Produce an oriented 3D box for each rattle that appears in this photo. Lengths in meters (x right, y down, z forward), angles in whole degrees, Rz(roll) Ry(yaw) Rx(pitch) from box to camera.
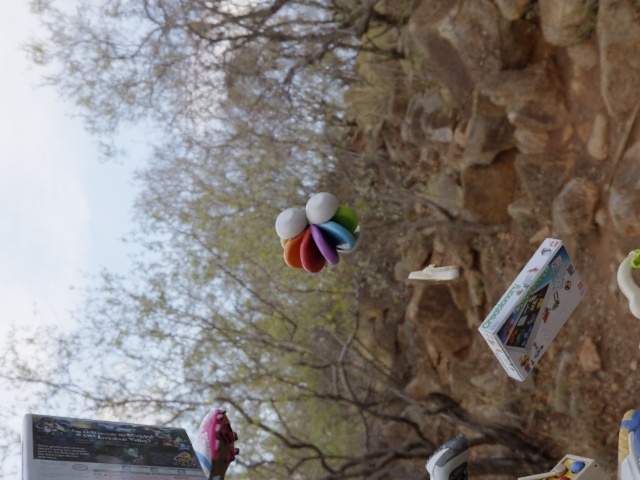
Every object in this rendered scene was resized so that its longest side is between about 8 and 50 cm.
[{"bbox_3d":[0.611,0.080,1.163,0.142,0.130,0.199,108,-174,-58],"label":"rattle"}]

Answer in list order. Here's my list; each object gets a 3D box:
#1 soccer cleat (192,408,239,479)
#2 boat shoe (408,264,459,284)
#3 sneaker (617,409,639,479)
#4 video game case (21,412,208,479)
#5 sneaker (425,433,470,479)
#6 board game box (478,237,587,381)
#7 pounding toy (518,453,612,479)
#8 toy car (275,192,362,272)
[{"bbox_3d":[-0.252,0.469,1.330,0.331,0.143,0.116,-100,-11,-68],"label":"soccer cleat"},{"bbox_3d":[0.362,0.105,2.063,0.063,0.170,0.059,33,-119,-52],"label":"boat shoe"},{"bbox_3d":[0.498,0.368,0.937,0.296,0.131,0.112,-57,-41,-53],"label":"sneaker"},{"bbox_3d":[-0.218,0.243,0.697,0.173,0.190,0.022,32,106,62],"label":"video game case"},{"bbox_3d":[0.280,0.512,1.366,0.100,0.108,0.271,-21,-49,-30],"label":"sneaker"},{"bbox_3d":[0.527,0.168,1.595,0.305,0.053,0.193,-48,-58,-18],"label":"board game box"},{"bbox_3d":[0.553,0.548,1.476,0.130,0.100,0.141,-38,-2,-16],"label":"pounding toy"},{"bbox_3d":[0.000,0.000,1.386,0.159,0.182,0.136,50,-158,-39],"label":"toy car"}]
